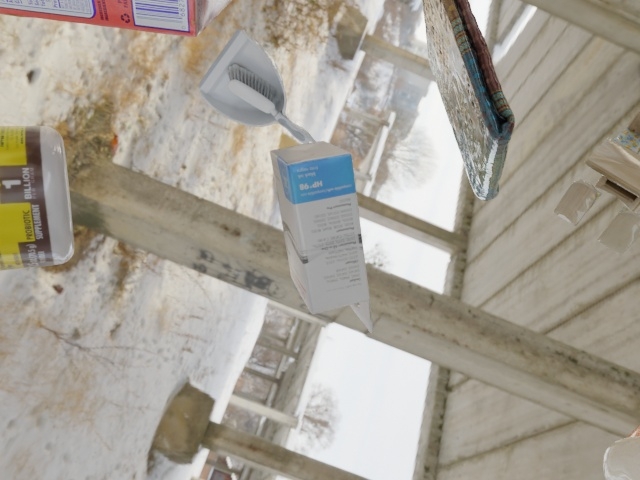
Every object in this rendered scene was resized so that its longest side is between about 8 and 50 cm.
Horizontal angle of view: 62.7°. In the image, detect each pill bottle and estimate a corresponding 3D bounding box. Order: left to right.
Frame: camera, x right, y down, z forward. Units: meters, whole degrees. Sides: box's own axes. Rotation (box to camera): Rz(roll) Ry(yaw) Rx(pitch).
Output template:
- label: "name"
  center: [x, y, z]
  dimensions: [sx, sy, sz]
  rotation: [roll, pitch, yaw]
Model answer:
- label: "pill bottle"
  center: [-0.311, -0.029, 0.404]
  dimensions: [0.117, 0.215, 0.117]
  rotation: [174, -90, -66]

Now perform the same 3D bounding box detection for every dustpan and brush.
- label: "dustpan and brush"
  center: [-0.088, -0.229, 0.883]
  dimensions: [0.147, 0.211, 0.060]
  rotation: [-39, -147, 37]

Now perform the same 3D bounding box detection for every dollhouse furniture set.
- label: "dollhouse furniture set"
  center: [0.875, -0.142, 1.293]
  dimensions: [0.362, 0.394, 0.256]
  rotation: [-40, 156, -23]

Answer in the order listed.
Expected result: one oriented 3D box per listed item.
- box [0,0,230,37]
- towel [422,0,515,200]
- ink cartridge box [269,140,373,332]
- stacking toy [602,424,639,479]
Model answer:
- label: "box"
  center: [-0.128, -0.287, 0.285]
  dimensions: [0.142, 0.154, 0.300]
  rotation: [-84, 180, -54]
- label: "towel"
  center: [0.190, -0.204, 0.691]
  dimensions: [0.370, 0.040, 0.271]
  rotation: [21, 52, -74]
- label: "ink cartridge box"
  center: [0.000, 0.000, 0.520]
  dimensions: [0.104, 0.060, 0.180]
  rotation: [-131, -149, -69]
- label: "stacking toy"
  center: [0.706, 0.271, 0.824]
  dimensions: [0.480, 0.350, 0.350]
  rotation: [-47, 174, -25]
